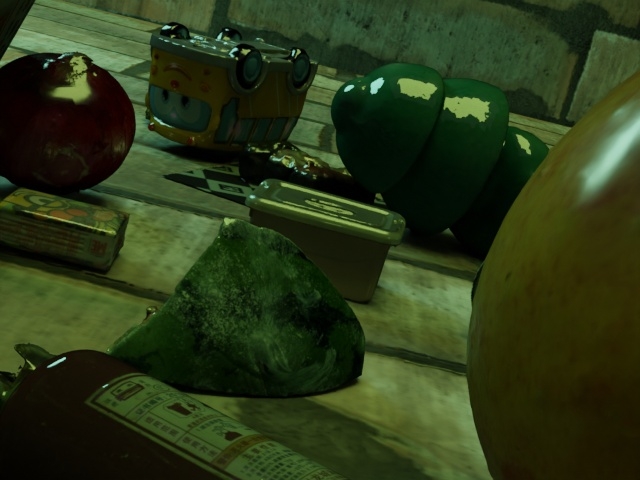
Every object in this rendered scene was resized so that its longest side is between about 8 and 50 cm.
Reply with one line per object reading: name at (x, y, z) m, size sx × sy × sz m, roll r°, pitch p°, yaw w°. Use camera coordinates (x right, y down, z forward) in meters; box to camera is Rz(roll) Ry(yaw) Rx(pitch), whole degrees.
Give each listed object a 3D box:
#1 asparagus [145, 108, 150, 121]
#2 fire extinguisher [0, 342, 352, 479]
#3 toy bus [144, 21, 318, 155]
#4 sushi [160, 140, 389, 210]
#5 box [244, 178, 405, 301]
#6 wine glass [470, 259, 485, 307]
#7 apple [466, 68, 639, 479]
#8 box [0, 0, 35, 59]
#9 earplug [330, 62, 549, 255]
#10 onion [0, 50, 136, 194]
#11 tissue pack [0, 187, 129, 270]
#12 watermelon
asparagus at (-0.196, -0.173, 1.419) m, size 0.034 × 0.027 × 0.236 m, roll 4°, pitch 13°, yaw 4°
fire extinguisher at (-0.059, 0.097, 0.428) m, size 0.231 × 0.071 × 0.099 m, roll 21°, pitch -13°, yaw 31°
toy bus at (-0.107, -0.168, 1.257) m, size 0.126 × 0.136 × 0.209 m, roll 21°, pitch 16°, yaw 27°
sushi at (-0.011, -0.067, 1.143) m, size 0.220 × 0.047 × 0.231 m, roll 19°, pitch 15°, yaw 19°
box at (0.000, 0.000, 0.858) m, size 0.122 × 0.062 × 0.089 m, roll 16°, pitch 14°, yaw 4°
wine glass at (0.191, 0.022, 0.882) m, size 0.103 × 0.103 × 0.231 m, roll 19°, pitch 19°, yaw 19°
apple at (0.204, 0.054, 0.418) m, size 0.299 × 0.299 × 0.275 m, roll 12°, pitch -14°, yaw -10°
box at (-0.278, -0.142, 0.752) m, size 0.095 × 0.210 × 0.330 m, roll 32°, pitch 16°, yaw -12°
earplug at (0.146, -0.084, 1.049) m, size 0.280 × 0.164 × 0.257 m, roll 23°, pitch -10°, yaw -10°
onion at (-0.216, -0.098, 0.907) m, size 0.131 × 0.131 × 0.131 m, roll 13°, pitch 14°, yaw -3°
tissue pack at (-0.181, -0.008, 0.770) m, size 0.083 × 0.035 × 0.063 m, roll 15°, pitch 13°, yaw -3°
watermelon at (-0.036, 0.044, 0.635) m, size 0.155 × 0.101 × 0.080 m, roll 21°, pitch 1°, yaw -12°
